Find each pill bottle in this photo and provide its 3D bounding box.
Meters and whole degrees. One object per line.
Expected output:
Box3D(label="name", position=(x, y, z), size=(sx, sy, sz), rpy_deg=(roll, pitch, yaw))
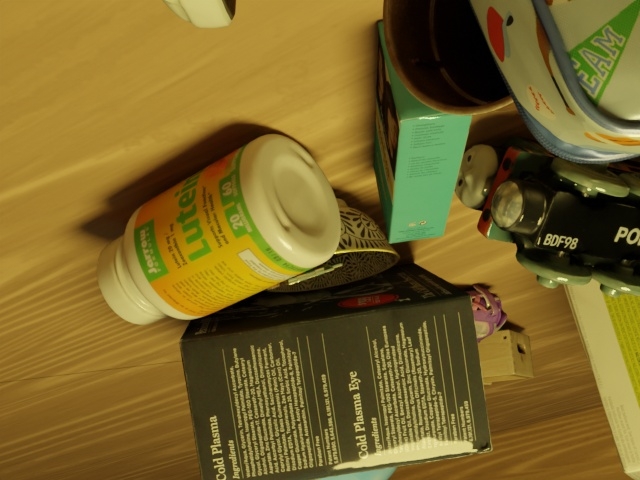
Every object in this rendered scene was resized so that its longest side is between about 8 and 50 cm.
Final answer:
Box3D(label="pill bottle", position=(-0.113, 0.001, 0.845), size=(0.246, 0.136, 0.136), rpy_deg=(-25, 152, 31))

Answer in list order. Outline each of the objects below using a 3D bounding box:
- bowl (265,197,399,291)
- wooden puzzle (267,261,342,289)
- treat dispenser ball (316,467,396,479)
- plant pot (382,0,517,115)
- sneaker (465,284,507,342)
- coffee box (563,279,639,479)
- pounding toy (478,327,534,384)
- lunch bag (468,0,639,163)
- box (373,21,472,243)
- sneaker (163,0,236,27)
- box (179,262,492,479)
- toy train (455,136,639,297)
Box3D(label="bowl", position=(0.000, 0.000, 0.945), size=(0.170, 0.080, 0.170), rpy_deg=(-11, 165, -3))
Box3D(label="wooden puzzle", position=(-0.016, 0.036, 0.855), size=(0.083, 0.006, 0.049), rpy_deg=(-18, -177, -15))
Box3D(label="treat dispenser ball", position=(0.006, 0.290, 1.355), size=(0.288, 0.288, 0.288), rpy_deg=(-8, 156, -4))
Box3D(label="plant pot", position=(0.159, -0.160, 0.576), size=(0.165, 0.167, 0.167), rpy_deg=(3, 154, -43))
Box3D(label="sneaker", position=(0.229, 0.111, 1.297), size=(0.105, 0.095, 0.236), rpy_deg=(-27, 156, 21))
Box3D(label="coffee box", position=(0.571, 0.145, 1.186), size=(0.334, 0.338, 0.338), rpy_deg=(-19, 155, 19))
Box3D(label="pounding toy", position=(0.298, 0.229, 1.588), size=(0.206, 0.094, 0.181), rpy_deg=(-12, 163, 29))
Box3D(label="lunch bag", position=(0.214, -0.191, 0.403), size=(0.303, 0.243, 0.115), rpy_deg=(-23, 173, 3))
Box3D(label="box", position=(0.087, -0.091, 0.760), size=(0.060, 0.100, 0.244), rpy_deg=(-9, 156, -1))
Box3D(label="sneaker", position=(-0.126, -0.219, 0.411), size=(0.123, 0.105, 0.290), rpy_deg=(-5, 150, 12))
Box3D(label="box", position=(0.008, 0.150, 1.015), size=(0.313, 0.178, 0.343), rpy_deg=(-9, -176, -3))
Box3D(label="toy train", position=(0.302, -0.030, 0.884), size=(0.334, 0.190, 0.142), rpy_deg=(7, 111, -26))
